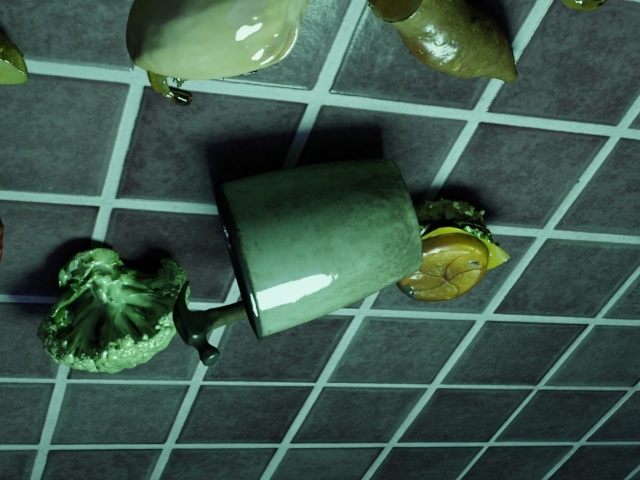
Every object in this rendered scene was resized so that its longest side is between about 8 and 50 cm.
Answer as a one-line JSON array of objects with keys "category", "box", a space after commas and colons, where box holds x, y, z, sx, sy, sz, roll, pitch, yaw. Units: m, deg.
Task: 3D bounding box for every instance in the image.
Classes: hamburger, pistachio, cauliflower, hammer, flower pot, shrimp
[{"category": "hamburger", "box": [0.228, 0.020, 2.158, 0.243, 0.138, 0.262, 26, 128, -38]}, {"category": "pistachio", "box": [-0.145, -0.338, 1.558, 0.318, 0.214, 0.193, -23, -175, 25]}, {"category": "cauliflower", "box": [-0.410, 0.125, 2.086, 0.272, 0.275, 0.250, -10, 113, 40]}, {"category": "hammer", "box": [-0.099, 0.123, 2.117, 0.440, 0.168, 0.044, -13, 148, -44]}, {"category": "flower pot", "box": [0.000, 0.000, 1.948, 0.330, 0.293, 0.293, -14, 143, -6]}, {"category": "shrimp", "box": [-0.193, -0.260, 1.759, 0.178, 0.034, 0.124, 2, 144, -16]}]

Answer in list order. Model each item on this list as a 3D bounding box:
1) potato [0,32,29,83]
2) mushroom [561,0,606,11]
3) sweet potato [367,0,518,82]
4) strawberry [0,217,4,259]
[{"category": "potato", "box": [-0.489, -0.278, 1.624, 0.096, 0.066, 0.103, -9, 160, 36]}, {"category": "mushroom", "box": [0.452, -0.484, 1.587, 0.128, 0.128, 0.350, 2, 144, -19]}, {"category": "sweet potato", "box": [0.217, -0.321, 1.729, 0.131, 0.131, 0.337, -33, 137, 25]}, {"category": "strawberry", "box": [-0.663, 0.041, 1.848, 0.288, 0.238, 0.250, -30, 145, 6]}]
